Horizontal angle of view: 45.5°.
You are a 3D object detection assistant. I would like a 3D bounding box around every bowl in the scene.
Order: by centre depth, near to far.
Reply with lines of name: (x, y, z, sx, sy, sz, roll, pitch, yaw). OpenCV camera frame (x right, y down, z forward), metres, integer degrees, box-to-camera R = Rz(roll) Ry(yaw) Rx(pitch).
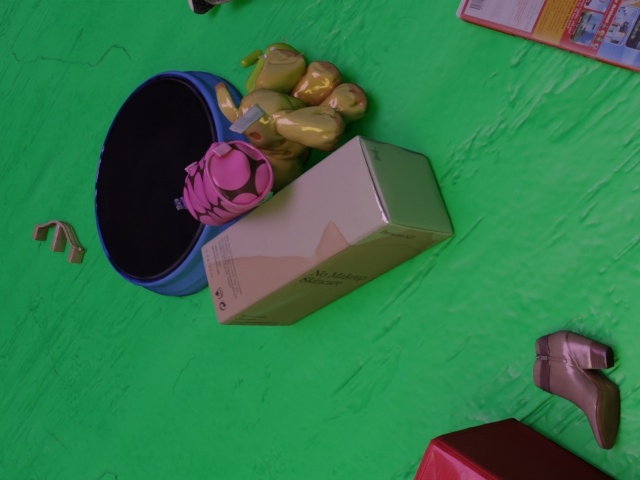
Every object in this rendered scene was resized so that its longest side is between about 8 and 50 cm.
bowl: (-0.261, -0.101, 1.303, 0.391, 0.077, 0.390, -7, 79, 43)

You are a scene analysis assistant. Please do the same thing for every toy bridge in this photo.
toy bridge: (-0.542, -0.007, 1.587, 0.188, 0.026, 0.063, 21, 97, 42)

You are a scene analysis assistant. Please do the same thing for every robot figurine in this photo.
robot figurine: (-0.070, -0.247, 1.150, 0.101, 0.067, 0.115, 40, 113, 12)

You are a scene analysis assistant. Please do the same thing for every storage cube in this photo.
storage cube: (0.193, 0.307, 0.733, 0.193, 0.215, 0.183, 28, 103, 35)

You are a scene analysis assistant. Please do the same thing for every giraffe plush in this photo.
giraffe plush: (-0.051, -0.139, 1.072, 0.181, 0.210, 0.170, 42, 147, 25)

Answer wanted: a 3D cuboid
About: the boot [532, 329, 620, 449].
boot: (0.266, 0.154, 0.804, 0.087, 0.042, 0.118, -5, 79, 49)

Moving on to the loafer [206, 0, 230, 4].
loafer: (-0.077, -0.435, 1.154, 0.320, 0.112, 0.111, -20, 63, 39)

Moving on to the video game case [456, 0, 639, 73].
video game case: (0.301, -0.310, 0.843, 0.285, 0.025, 0.204, 33, 106, 41)

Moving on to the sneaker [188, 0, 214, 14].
sneaker: (-0.207, -0.468, 1.328, 0.075, 0.057, 0.161, 2, 87, 60)

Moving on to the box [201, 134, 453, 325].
box: (0.000, 0.000, 1.000, 0.311, 0.148, 0.121, -33, 63, 37)

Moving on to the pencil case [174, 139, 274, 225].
pencil case: (-0.128, -0.074, 0.994, 0.098, 0.095, 0.209, 64, 159, -4)
